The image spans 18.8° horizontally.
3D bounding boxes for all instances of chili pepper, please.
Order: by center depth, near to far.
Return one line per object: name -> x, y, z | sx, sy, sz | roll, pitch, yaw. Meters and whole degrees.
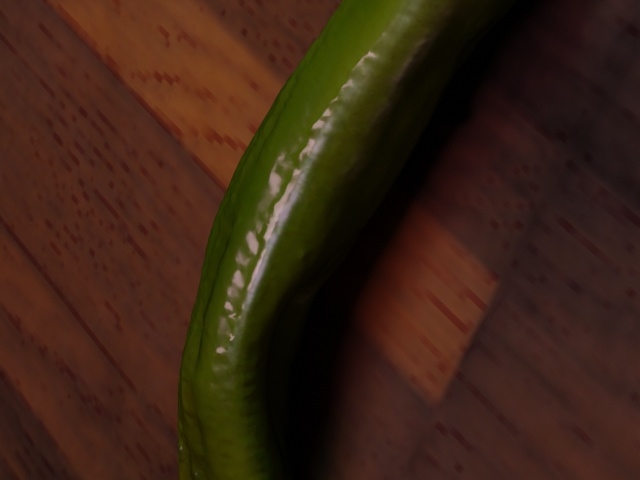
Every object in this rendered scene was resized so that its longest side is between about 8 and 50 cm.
chili pepper -> 0.000, 0.000, 0.464 | 0.052, 0.050, 0.202 | -85, 16, -66
